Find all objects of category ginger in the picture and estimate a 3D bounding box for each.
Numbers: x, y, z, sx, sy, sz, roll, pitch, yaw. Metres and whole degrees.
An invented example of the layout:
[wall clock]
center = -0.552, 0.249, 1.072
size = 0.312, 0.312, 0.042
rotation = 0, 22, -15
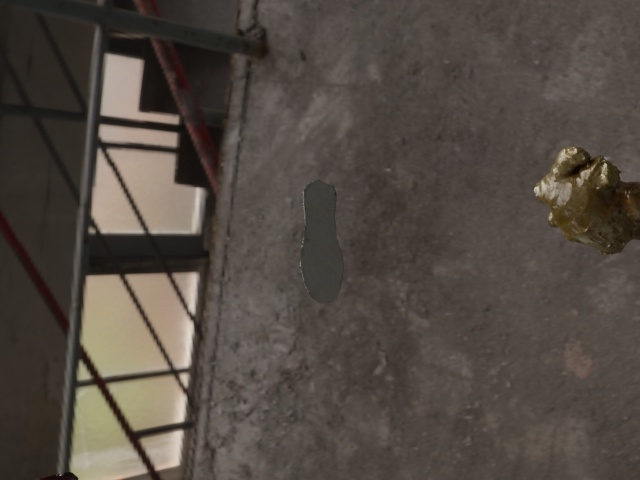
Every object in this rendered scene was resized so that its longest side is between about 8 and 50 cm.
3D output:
[ginger]
center = 0.450, -0.055, 1.485
size = 0.216, 0.102, 0.157
rotation = 34, 126, 2

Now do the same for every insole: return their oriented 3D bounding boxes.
[insole]
center = 0.000, 0.000, 1.412
size = 0.065, 0.004, 0.197
rotation = -4, 74, 1

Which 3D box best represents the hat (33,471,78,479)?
[hat]
center = -0.211, 0.219, 0.452
size = 0.129, 0.140, 0.227
rotation = -55, 27, 41
